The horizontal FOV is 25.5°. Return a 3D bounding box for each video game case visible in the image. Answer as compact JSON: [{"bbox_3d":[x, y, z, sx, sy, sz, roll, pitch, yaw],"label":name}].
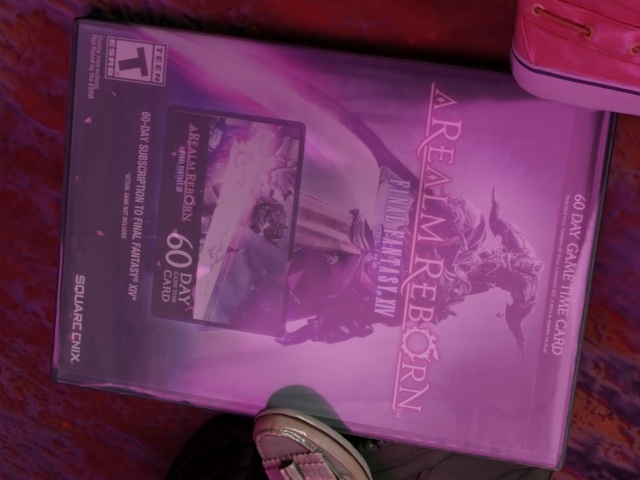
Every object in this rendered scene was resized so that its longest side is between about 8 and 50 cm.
[{"bbox_3d":[0.000,0.000,0.719,0.274,0.026,0.196,9,104,11],"label":"video game case"}]

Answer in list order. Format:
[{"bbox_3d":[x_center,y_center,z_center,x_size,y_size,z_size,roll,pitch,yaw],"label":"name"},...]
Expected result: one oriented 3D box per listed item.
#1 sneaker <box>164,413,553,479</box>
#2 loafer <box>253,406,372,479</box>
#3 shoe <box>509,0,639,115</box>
[{"bbox_3d":[0.010,0.156,0.848,0.286,0.109,0.130,-26,121,34],"label":"sneaker"},{"bbox_3d":[0.005,0.134,0.739,0.045,0.039,0.125,-12,136,32],"label":"loafer"},{"bbox_3d":[0.171,-0.096,0.614,0.178,0.063,0.081,10,136,15],"label":"shoe"}]
